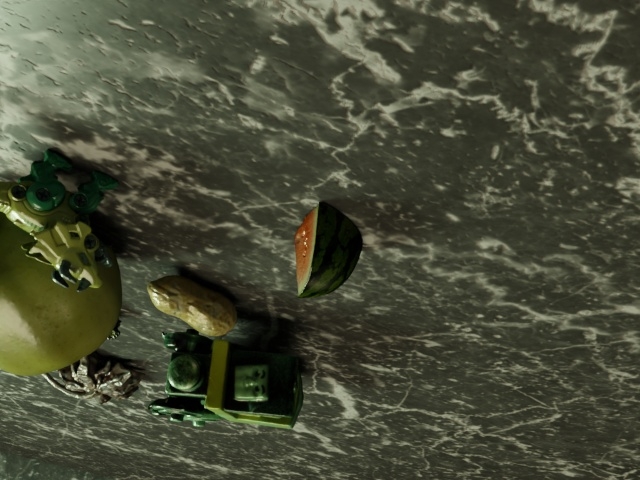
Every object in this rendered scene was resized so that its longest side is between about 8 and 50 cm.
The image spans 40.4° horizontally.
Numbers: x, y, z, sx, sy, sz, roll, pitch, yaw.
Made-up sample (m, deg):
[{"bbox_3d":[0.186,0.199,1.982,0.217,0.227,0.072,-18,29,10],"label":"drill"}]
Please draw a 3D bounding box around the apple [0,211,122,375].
[{"bbox_3d":[-0.441,0.069,1.305,0.279,0.279,0.279,9,153,5],"label":"apple"}]

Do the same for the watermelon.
[{"bbox_3d":[0.000,0.000,1.182,0.094,0.125,0.135,29,136,39],"label":"watermelon"}]

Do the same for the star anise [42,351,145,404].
[{"bbox_3d":[-0.509,0.310,1.941,0.231,0.089,0.209,-8,141,12],"label":"star anise"}]

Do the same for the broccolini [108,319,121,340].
[{"bbox_3d":[-0.417,0.114,1.594,0.073,0.058,0.201,-3,137,-2],"label":"broccolini"}]

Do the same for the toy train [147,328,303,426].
[{"bbox_3d":[-0.161,0.268,1.605,0.253,0.160,0.397,6,165,3],"label":"toy train"}]

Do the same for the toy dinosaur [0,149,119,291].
[{"bbox_3d":[-0.377,-0.049,1.148,0.259,0.153,0.094,35,144,-23],"label":"toy dinosaur"}]

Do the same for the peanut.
[{"bbox_3d":[-0.208,0.108,1.440,0.174,0.080,0.080,30,148,-34],"label":"peanut"}]
